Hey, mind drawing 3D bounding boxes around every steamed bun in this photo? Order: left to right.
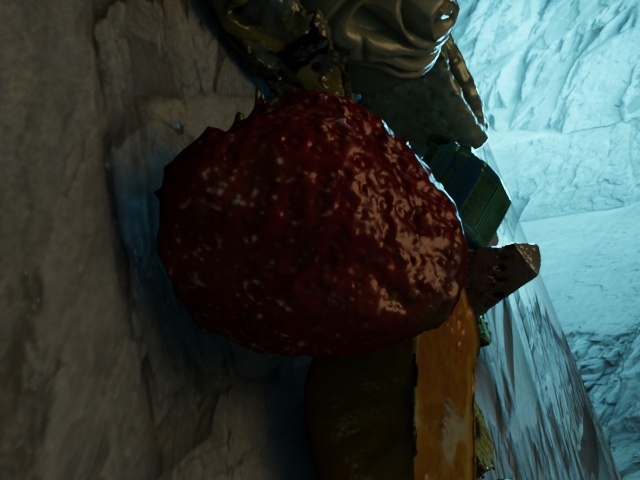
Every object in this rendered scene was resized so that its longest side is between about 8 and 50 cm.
[{"bbox_3d":[0.099,-0.397,1.332,0.310,0.220,0.324,6,85,-71],"label":"steamed bun"}]

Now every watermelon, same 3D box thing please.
[{"bbox_3d":[0.265,0.061,1.485,0.094,0.241,0.154,-92,159,-60],"label":"watermelon"}]

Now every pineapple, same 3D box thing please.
[{"bbox_3d":[0.247,0.310,1.482,0.221,0.047,0.221,55,23,-37],"label":"pineapple"}]

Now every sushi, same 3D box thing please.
[{"bbox_3d":[-0.049,-0.283,1.146,0.291,0.131,0.139,38,39,-45],"label":"sushi"}]

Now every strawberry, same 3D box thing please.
[{"bbox_3d":[0.000,0.000,0.772,0.277,0.257,0.257,31,-9,39],"label":"strawberry"}]

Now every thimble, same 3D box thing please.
[{"bbox_3d":[0.201,-0.291,1.729,0.291,0.195,0.291,49,27,-36],"label":"thimble"}]

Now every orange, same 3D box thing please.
[{"bbox_3d":[0.103,0.178,0.911,0.274,0.310,0.274,29,2,-1],"label":"orange"}]

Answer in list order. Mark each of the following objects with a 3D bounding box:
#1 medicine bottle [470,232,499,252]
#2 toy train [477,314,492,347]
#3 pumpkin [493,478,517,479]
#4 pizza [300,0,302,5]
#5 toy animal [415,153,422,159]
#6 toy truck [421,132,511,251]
[{"bbox_3d":[0.268,-0.019,1.698,0.254,0.152,0.152,69,19,3],"label":"medicine bottle"},{"bbox_3d":[0.351,0.193,1.897,0.083,0.033,0.053,69,23,-2],"label":"toy train"},{"bbox_3d":[0.285,0.464,1.256,0.233,0.163,0.233,-18,90,-72],"label":"pumpkin"},{"bbox_3d":[-0.027,-0.416,1.417,0.297,0.071,0.189,0,70,-70],"label":"pizza"},{"bbox_3d":[0.107,-0.148,1.513,0.101,0.103,0.219,48,22,9],"label":"toy animal"},{"bbox_3d":[0.233,-0.066,1.491,0.156,0.155,0.279,29,-4,26],"label":"toy truck"}]
